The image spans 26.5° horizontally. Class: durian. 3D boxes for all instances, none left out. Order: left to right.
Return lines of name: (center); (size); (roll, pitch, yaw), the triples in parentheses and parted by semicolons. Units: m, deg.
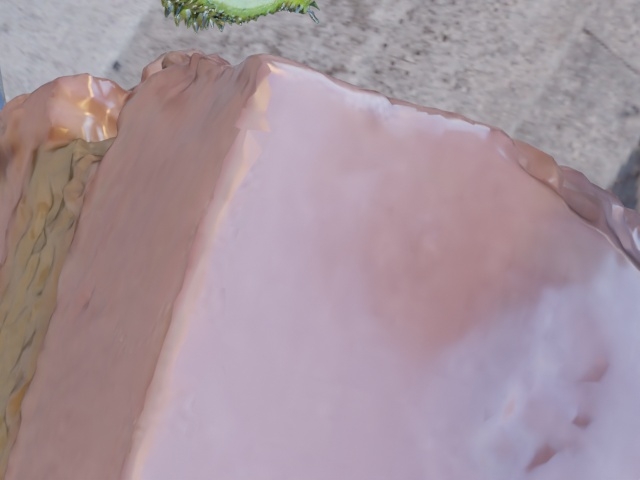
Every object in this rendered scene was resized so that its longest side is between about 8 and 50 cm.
durian: (-0.117, -0.312, 1.666); (0.375, 0.106, 0.132); (-9, 116, -57)

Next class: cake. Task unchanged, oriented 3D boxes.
cake: (-0.007, 0.085, 0.583); (0.314, 0.307, 0.293); (17, 85, -24)

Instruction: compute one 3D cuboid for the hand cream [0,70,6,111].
hand cream: (-0.265, -0.108, 1.039); (0.058, 0.091, 0.271); (-17, 140, -13)
